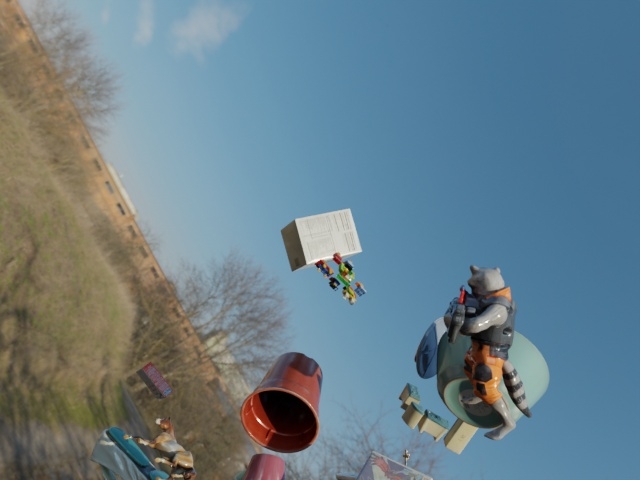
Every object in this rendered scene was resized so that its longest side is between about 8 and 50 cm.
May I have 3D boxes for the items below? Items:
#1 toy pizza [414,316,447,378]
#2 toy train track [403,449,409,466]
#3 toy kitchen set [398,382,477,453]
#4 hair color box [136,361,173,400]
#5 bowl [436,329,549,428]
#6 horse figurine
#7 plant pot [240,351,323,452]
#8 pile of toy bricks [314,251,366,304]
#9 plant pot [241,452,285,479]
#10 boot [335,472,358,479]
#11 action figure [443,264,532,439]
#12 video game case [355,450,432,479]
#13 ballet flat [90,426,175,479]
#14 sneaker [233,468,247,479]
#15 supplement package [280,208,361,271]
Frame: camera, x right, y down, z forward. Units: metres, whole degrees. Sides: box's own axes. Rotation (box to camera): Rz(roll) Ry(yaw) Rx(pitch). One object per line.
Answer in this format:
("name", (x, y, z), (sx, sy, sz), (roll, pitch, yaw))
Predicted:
("toy pizza", (0.347, 0.329, 1.555), (0.032, 0.201, 0.201), (18, -46, 42))
("toy train track", (0.337, 0.860, 1.962), (0.048, 0.014, 0.083), (130, -32, -66))
("toy kitchen set", (0.376, 0.548, 1.626), (0.207, 0.122, 0.166), (30, 12, -3))
("hair color box", (-0.737, 0.627, 2.242), (0.167, 0.053, 0.093), (54, -43, -3))
("bowl", (0.446, 0.391, 1.381), (0.312, 0.163, 0.311), (17, -55, 25))
("horse figurine", (-0.427, 0.596, 1.411), (0.263, 0.066, 0.174), (30, -2, 33))
("plant pot", (-0.111, 0.553, 1.792), (0.265, 0.273, 0.272), (-62, 132, -65))
("pile of toy bricks", (0.084, 0.117, 1.808), (0.212, 0.118, 0.105), (46, 23, -17))
("plant pot", (-0.212, 0.907, 1.876), (0.201, 0.202, 0.180), (85, 11, -47))
("boot", (0.119, 0.929, 1.898), (0.190, 0.069, 0.086), (-30, -121, 56))
("action figure", (0.366, 0.215, 1.115), (0.341, 0.179, 0.329), (-18, 106, -75))
("video game case", (0.206, 0.734, 1.491), (0.202, 0.183, 0.023), (15, -58, 26))
("ballet flat", (-0.555, 0.749, 1.559), (0.400, 0.139, 0.139), (34, -29, 17))
("sneaker", (-0.213, 0.986, 2.055), (0.256, 0.151, 0.094), (41, 18, -36))
("supplement package", (0.000, 0.000, 2.177), (0.199, 0.263, 0.197), (-30, -105, 65))
